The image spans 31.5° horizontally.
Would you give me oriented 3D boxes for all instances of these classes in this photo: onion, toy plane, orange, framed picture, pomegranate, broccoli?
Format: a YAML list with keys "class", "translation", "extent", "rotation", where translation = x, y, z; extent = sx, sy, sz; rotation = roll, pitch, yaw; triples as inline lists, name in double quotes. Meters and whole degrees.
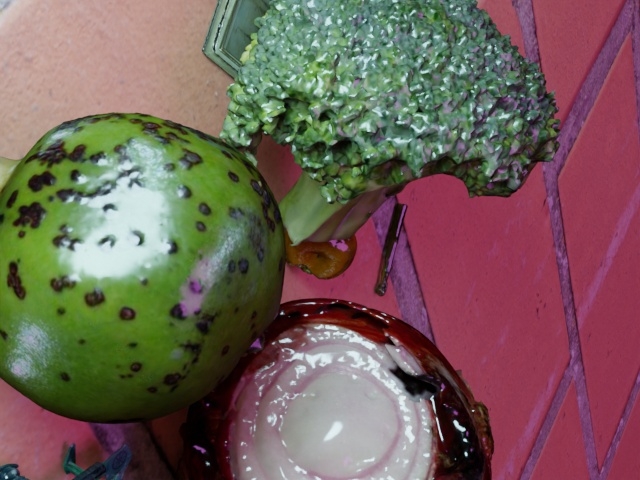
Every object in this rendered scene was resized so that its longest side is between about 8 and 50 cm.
- class: "onion"
  translation: [0.022, 0.228, 1.143]
  extent: [0.341, 0.341, 0.341]
  rotation: [-28, 123, -54]
- class: "toy plane"
  translation: [-0.238, 0.232, 0.951]
  extent: [0.235, 0.060, 0.096]
  rotation: [-33, 135, -48]
- class: "orange"
  translation: [0.000, 0.000, 1.273]
  extent: [0.062, 0.086, 0.086]
  rotation: [-84, 161, -44]
- class: "framed picture"
  translation: [-0.026, -0.274, 1.191]
  extent: [0.217, 0.017, 0.274]
  rotation: [30, 73, -59]
- class: "pomegranate"
  translation: [-0.159, 0.014, 0.848]
  extent: [0.254, 0.270, 0.254]
  rotation: [-62, -171, 17]
- class: "broccoli"
  translation: [0.062, -0.142, 1.135]
  extent: [0.375, 0.302, 0.249]
  rotation: [-5, 82, -34]

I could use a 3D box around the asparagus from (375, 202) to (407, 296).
- class: "asparagus"
  translation: [0.094, 0.012, 1.498]
  extent: [0.018, 0.015, 0.127]
  rotation: [25, 78, -58]
